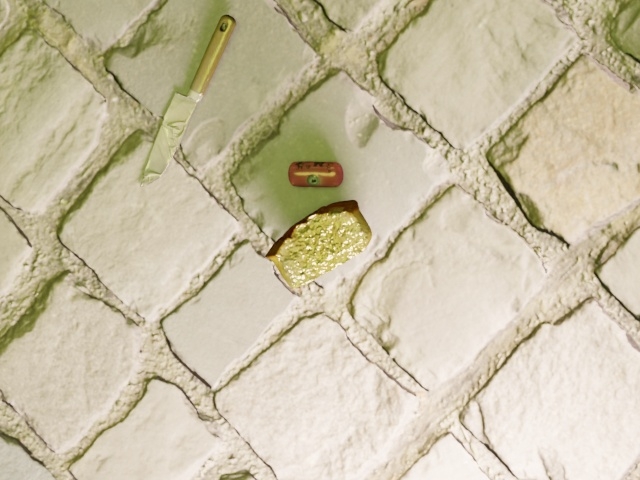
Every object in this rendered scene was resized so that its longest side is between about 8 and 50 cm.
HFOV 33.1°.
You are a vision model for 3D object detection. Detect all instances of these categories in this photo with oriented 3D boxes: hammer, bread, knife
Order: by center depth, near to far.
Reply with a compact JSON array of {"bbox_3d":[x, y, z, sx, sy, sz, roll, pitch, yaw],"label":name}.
[{"bbox_3d":[-0.003,0.000,1.585,0.156,0.125,0.086,-31,97,0],"label":"bread"},{"bbox_3d":[-0.007,-0.099,1.618,0.083,0.043,0.043,3,95,9],"label":"hammer"},{"bbox_3d":[-0.208,-0.211,1.653,0.047,0.017,0.298,27,102,8],"label":"knife"}]
